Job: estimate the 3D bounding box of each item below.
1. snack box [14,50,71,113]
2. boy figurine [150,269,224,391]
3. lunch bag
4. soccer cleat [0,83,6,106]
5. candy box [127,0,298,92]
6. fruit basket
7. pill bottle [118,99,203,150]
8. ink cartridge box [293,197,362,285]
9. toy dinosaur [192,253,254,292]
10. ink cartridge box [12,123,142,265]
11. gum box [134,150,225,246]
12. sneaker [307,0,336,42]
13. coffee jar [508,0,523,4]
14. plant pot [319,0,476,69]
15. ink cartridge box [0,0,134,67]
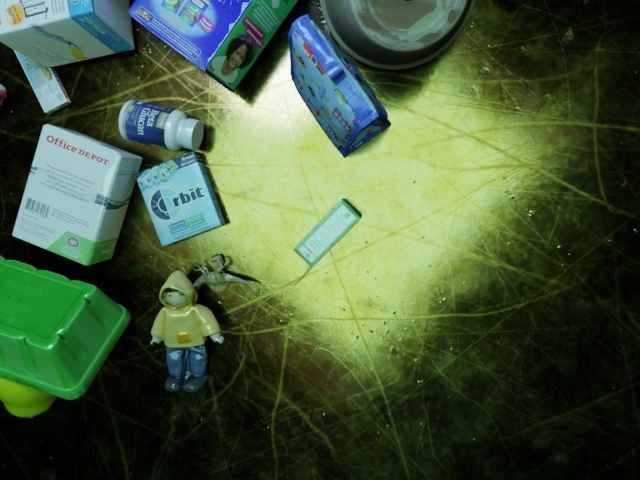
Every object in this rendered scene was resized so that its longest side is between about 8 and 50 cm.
[{"bbox_3d":[-0.674,-0.402,1.122,0.064,0.022,0.178,-25,93,7],"label":"snack box"},{"bbox_3d":[-0.318,0.213,1.102,0.177,0.092,0.285,3,106,6],"label":"boy figurine"},{"bbox_3d":[0.030,-0.301,0.921,0.138,0.293,0.221,-34,92,9],"label":"lunch bag"},{"bbox_3d":[-0.922,-0.354,1.107,0.331,0.116,0.143,-14,94,8],"label":"soccer cleat"},{"bbox_3d":[-0.207,-0.527,0.978,0.268,0.122,0.317,41,100,19],"label":"candy box"},{"bbox_3d":[-0.679,0.244,1.112,0.392,0.282,0.392,12,140,10],"label":"fruit basket"},{"bbox_3d":[-0.362,-0.260,1.068,0.170,0.094,0.094,13,97,4],"label":"pill bottle"},{"bbox_3d":[0.000,0.000,1.049,0.062,0.109,0.209,44,99,1],"label":"ink cartridge box"},{"bbox_3d":[-0.243,0.084,1.122,0.183,0.053,0.092,-4,111,14],"label":"toy dinosaur"},{"bbox_3d":[-0.568,-0.107,1.095,0.199,0.115,0.272,22,98,3],"label":"ink cartridge box"},{"bbox_3d":[-0.333,-0.098,1.109,0.157,0.041,0.184,-20,94,8],"label":"gum box"},{"bbox_3d":[-0.003,-0.528,1.012,0.066,0.071,0.188,-12,94,7],"label":"sneaker"},{"bbox_3d":[0.367,-0.576,0.964,0.184,0.079,0.096,33,98,3],"label":"coffee jar"},{"bbox_3d":[0.150,-0.461,0.850,0.323,0.280,0.323,1,120,2],"label":"plant pot"},{"bbox_3d":[-0.564,-0.510,1.016,0.233,0.168,0.171,-10,86,7],"label":"ink cartridge box"}]
